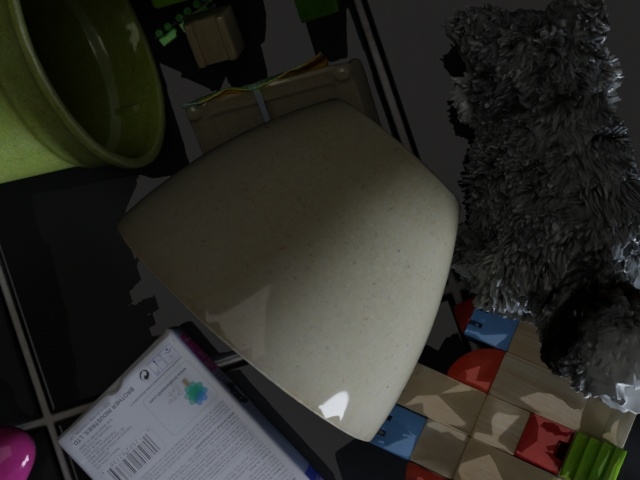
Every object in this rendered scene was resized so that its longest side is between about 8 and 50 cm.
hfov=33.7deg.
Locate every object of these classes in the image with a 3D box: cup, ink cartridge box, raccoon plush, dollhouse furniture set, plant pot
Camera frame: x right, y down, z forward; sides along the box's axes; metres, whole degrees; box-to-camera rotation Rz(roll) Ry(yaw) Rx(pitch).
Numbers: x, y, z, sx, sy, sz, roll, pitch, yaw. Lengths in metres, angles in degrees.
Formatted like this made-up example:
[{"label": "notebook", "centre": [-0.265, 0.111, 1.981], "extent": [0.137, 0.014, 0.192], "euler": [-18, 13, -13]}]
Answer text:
[{"label": "cup", "centre": [0.000, 0.000, 1.053], "extent": [0.331, 0.331, 0.237], "euler": [40, 90, 3]}, {"label": "ink cartridge box", "centre": [-0.125, 0.271, 1.197], "extent": [0.186, 0.065, 0.311], "euler": [-44, 85, 4]}, {"label": "raccoon plush", "centre": [0.252, -0.074, 0.980], "extent": [0.216, 0.446, 0.299], "euler": [-12, 108, -11]}, {"label": "dollhouse furniture set", "centre": [-0.050, -0.197, 1.179], "extent": [0.198, 0.151, 0.301], "euler": [-13, 119, 11]}, {"label": "plant pot", "centre": [-0.346, -0.165, 1.127], "extent": [0.254, 0.276, 0.276], "euler": [-19, 89, 16]}]

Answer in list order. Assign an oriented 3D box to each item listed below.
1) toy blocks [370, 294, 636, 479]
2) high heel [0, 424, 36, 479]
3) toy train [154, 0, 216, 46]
[{"label": "toy blocks", "centre": [0.172, 0.216, 1.124], "extent": [0.261, 0.191, 0.381], "euler": [23, 82, 13]}, {"label": "high heel", "centre": [-0.494, 0.333, 1.171], "extent": [0.377, 0.181, 0.127], "euler": [-36, 88, 5]}, {"label": "toy train", "centre": [-0.154, -0.253, 1.213], "extent": [0.083, 0.017, 0.023], "euler": [-36, 97, 5]}]
